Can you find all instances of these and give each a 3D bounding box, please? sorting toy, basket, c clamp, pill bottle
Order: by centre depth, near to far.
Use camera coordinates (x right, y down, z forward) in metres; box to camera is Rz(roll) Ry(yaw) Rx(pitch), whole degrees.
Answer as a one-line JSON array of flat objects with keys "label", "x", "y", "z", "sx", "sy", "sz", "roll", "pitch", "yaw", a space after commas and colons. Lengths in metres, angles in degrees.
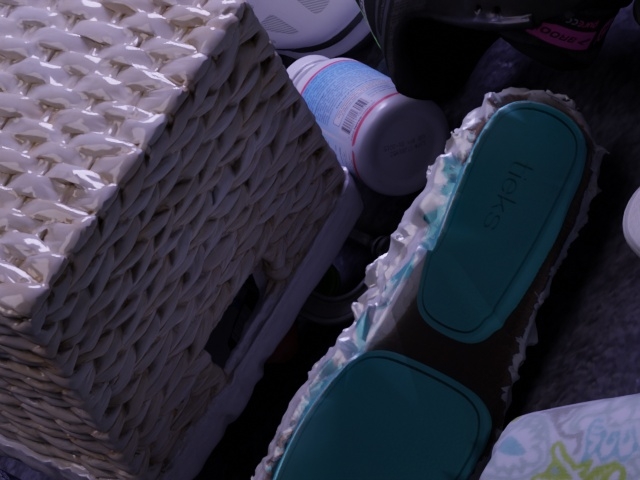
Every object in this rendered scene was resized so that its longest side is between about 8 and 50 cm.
[{"label": "basket", "x": -0.201, "y": -0.020, "z": 1.519, "sx": 0.331, "sy": 0.266, "sz": 0.328, "roll": 18, "pitch": 63, "yaw": 32}, {"label": "c clamp", "x": 0.000, "y": 0.000, "z": 1.598, "sx": 0.137, "sy": 0.022, "sz": 0.160, "roll": -44, "pitch": 51, "yaw": -18}, {"label": "sorting toy", "x": -0.019, "y": 0.062, "z": 1.618, "sx": 0.102, "sy": 0.042, "sz": 0.061, "roll": -44, "pitch": 47, "yaw": 0}, {"label": "pill bottle", "x": 0.030, "y": -0.101, "z": 1.624, "sx": 0.087, "sy": 0.087, "sz": 0.160, "roll": -56, "pitch": 38, "yaw": 1}]

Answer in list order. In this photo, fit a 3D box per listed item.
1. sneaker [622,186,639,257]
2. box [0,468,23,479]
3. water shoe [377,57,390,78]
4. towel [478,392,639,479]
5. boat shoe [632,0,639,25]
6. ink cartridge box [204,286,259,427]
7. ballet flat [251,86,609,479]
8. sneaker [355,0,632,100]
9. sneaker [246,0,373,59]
[{"label": "sneaker", "x": 0.277, "y": -0.017, "z": 1.186, "sx": 0.292, "sy": 0.118, "sz": 0.110, "roll": 9, "pitch": 72, "yaw": 59}, {"label": "box", "x": -0.299, "y": 0.311, "z": 1.741, "sx": 0.180, "sy": 0.077, "sz": 0.147, "roll": -57, "pitch": 31, "yaw": 0}, {"label": "water shoe", "x": 0.102, "y": -0.216, "z": 1.660, "sx": 0.080, "sy": 0.073, "sz": 0.203, "roll": -2, "pitch": 60, "yaw": 59}, {"label": "towel", "x": 0.180, "y": 0.252, "z": 1.102, "sx": 0.320, "sy": 0.090, "sz": 0.374, "roll": -13, "pitch": 52, "yaw": 49}, {"label": "boat shoe", "x": 0.287, "y": -0.207, "z": 1.412, "sx": 0.152, "sy": 0.056, "sz": 0.049, "roll": -58, "pitch": 34, "yaw": 18}, {"label": "ink cartridge box", "x": -0.118, "y": 0.064, "z": 1.649, "sx": 0.127, "sy": 0.072, "sz": 0.175, "roll": 6, "pitch": 55, "yaw": 23}, {"label": "ballet flat", "x": 0.078, "y": 0.081, "z": 1.398, "sx": 0.409, "sy": 0.147, "sz": 0.147, "roll": -59, "pitch": 30, "yaw": -8}, {"label": "sneaker", "x": 0.195, "y": -0.232, "z": 1.401, "sx": 0.483, "sy": 0.185, "sz": 0.202, "roll": -29, "pitch": 69, "yaw": 55}, {"label": "sneaker", "x": -0.122, "y": -0.237, "z": 1.781, "sx": 0.447, "sy": 0.257, "sz": 0.169, "roll": -14, "pitch": 80, "yaw": 55}]
